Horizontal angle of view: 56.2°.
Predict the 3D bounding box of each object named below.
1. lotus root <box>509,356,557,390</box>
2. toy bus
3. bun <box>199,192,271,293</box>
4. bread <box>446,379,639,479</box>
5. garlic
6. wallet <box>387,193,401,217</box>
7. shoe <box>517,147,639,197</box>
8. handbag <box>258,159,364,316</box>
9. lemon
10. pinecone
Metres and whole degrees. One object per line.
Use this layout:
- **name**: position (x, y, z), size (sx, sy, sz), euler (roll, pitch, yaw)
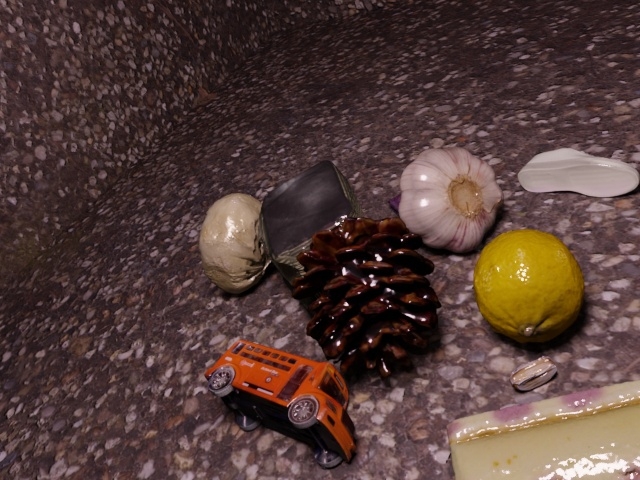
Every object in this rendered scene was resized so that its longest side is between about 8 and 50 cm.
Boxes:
- **lotus root**: position (0.366, 0.232, 1.035), size (0.083, 0.030, 0.037), euler (-25, 28, 1)
- **toy bus**: position (-0.063, 0.298, 1.144), size (0.329, 0.143, 0.153), euler (7, 46, 42)
- **bun**: position (-0.192, 0.004, 1.533), size (0.152, 0.259, 0.259), euler (8, 46, 23)
- **bread**: position (0.358, 0.315, 0.824), size (0.338, 0.155, 0.187), euler (-19, 27, 16)
- **garlic**: position (0.273, -0.100, 1.395), size (0.245, 0.245, 0.253), euler (-36, 13, -13)
- **wallet**: position (0.253, -0.087, 1.530), size (0.111, 0.030, 0.166), euler (-31, 34, -5)
- **shoe**: position (0.587, -0.168, 1.356), size (0.264, 0.095, 0.110), euler (6, 46, 43)
- **handbag**: position (0.000, 0.000, 1.406), size (0.247, 0.240, 0.341), euler (-28, 33, 5)
- **lemon**: position (0.374, 0.081, 1.087), size (0.192, 0.192, 0.231), euler (-12, 35, 22)
- **pinecone**: position (0.084, 0.117, 1.147), size (0.242, 0.296, 0.298), euler (-8, -21, -45)
